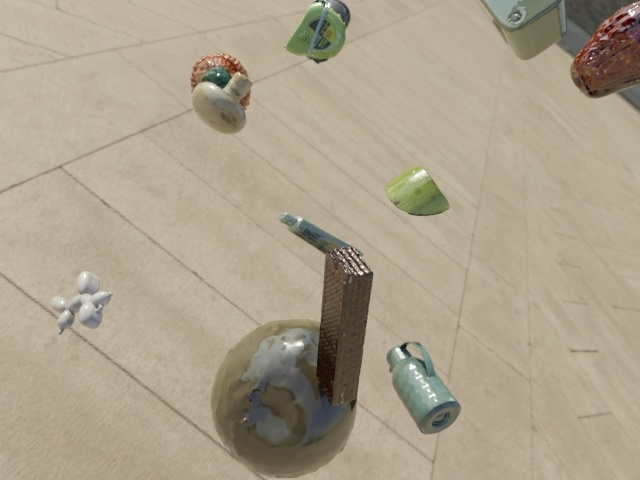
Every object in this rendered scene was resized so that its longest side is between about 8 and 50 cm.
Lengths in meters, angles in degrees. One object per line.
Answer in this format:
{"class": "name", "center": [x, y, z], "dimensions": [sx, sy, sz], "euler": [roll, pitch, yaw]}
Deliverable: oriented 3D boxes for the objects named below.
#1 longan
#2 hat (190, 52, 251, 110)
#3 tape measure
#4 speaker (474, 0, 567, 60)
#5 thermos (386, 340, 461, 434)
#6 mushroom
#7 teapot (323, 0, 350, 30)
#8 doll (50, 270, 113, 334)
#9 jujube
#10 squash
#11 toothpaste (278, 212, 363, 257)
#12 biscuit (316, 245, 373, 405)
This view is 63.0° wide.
{"class": "longan", "center": [-0.101, 0.437, 1.448], "dimensions": [0.404, 0.436, 0.404], "euler": [5, 26, -2]}
{"class": "hat", "center": [-0.444, -0.648, 2.148], "dimensions": [0.285, 0.285, 0.400], "euler": [40, 8, 1]}
{"class": "tape measure", "center": [-0.002, -0.600, 1.521], "dimensions": [0.154, 0.177, 0.087], "euler": [33, 17, -4]}
{"class": "speaker", "center": [0.554, -0.732, 1.539], "dimensions": [0.184, 0.183, 0.406], "euler": [27, 36, -54]}
{"class": "thermos", "center": [0.305, 0.437, 1.624], "dimensions": [0.145, 0.182, 0.286], "euler": [1, 34, -28]}
{"class": "mushroom", "center": [-0.336, -0.470, 1.759], "dimensions": [0.206, 0.209, 0.206], "euler": [10, 6, -1]}
{"class": "teapot", "center": [0.013, -0.666, 1.622], "dimensions": [0.116, 0.148, 0.146], "euler": [59, 34, -42]}
{"class": "doll", "center": [-0.562, 0.152, 1.235], "dimensions": [0.160, 0.161, 0.059], "euler": [50, 0, 43]}
{"class": "jujube", "center": [0.796, -0.497, 1.345], "dimensions": [0.197, 0.290, 0.197], "euler": [49, 16, -19]}
{"class": "squash", "center": [0.303, -0.166, 1.625], "dimensions": [0.184, 0.085, 0.192], "euler": [-17, 55, -27]}
{"class": "toothpaste", "center": [0.000, 0.000, 1.166], "dimensions": [0.255, 0.067, 0.037], "euler": [32, 36, -41]}
{"class": "biscuit", "center": [0.049, 0.197, 1.164], "dimensions": [0.073, 0.388, 0.107], "euler": [-10, 34, -20]}
